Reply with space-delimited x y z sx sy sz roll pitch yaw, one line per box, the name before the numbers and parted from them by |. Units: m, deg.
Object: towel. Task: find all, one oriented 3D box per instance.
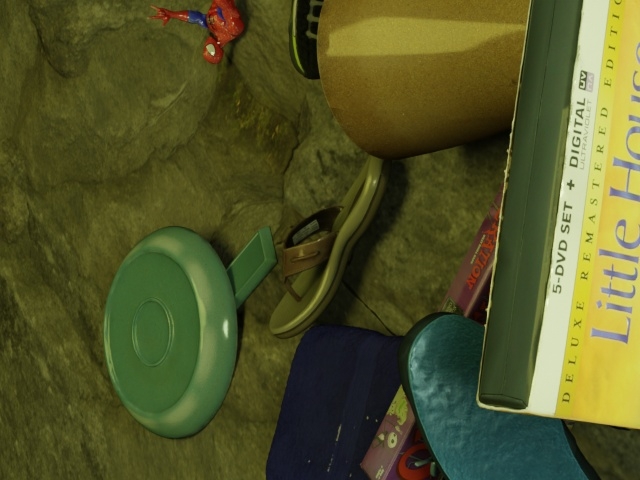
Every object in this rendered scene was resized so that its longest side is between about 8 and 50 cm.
towel | 0.055 0.219 1.757 0.308 0.076 0.228 4 77 59

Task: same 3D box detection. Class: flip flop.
flip flop | 0.000 0.000 1.871 0.277 0.080 0.112 -60 16 25

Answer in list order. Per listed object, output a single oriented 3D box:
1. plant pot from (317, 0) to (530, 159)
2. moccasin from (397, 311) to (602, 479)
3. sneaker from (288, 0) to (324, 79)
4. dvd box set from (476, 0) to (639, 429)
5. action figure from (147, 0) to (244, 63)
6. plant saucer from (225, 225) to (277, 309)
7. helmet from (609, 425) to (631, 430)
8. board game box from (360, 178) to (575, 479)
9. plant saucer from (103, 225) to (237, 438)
plant pot | 0.169 -0.207 1.590 0.254 0.237 0.237 1 81 43
moccasin | 0.170 0.212 1.355 0.137 0.342 0.117 -34 12 -8
sneaker | 0.001 -0.349 2.008 0.121 0.111 0.300 146 134 -62
dvd box set | 0.311 -0.005 1.073 0.062 0.420 0.308 0 80 58
action figure | -0.169 -0.412 2.259 0.091 0.139 0.280 8 90 60
plant saucer | -0.120 0.059 2.136 0.192 0.018 0.067 -48 43 39
helmet | 0.292 0.086 1.328 0.161 0.169 0.169 -57 37 25
board game box | 0.196 0.096 1.431 0.347 0.208 0.056 -66 33 22
plant saucer | -0.237 0.136 2.211 0.317 0.043 0.318 -3 85 49
